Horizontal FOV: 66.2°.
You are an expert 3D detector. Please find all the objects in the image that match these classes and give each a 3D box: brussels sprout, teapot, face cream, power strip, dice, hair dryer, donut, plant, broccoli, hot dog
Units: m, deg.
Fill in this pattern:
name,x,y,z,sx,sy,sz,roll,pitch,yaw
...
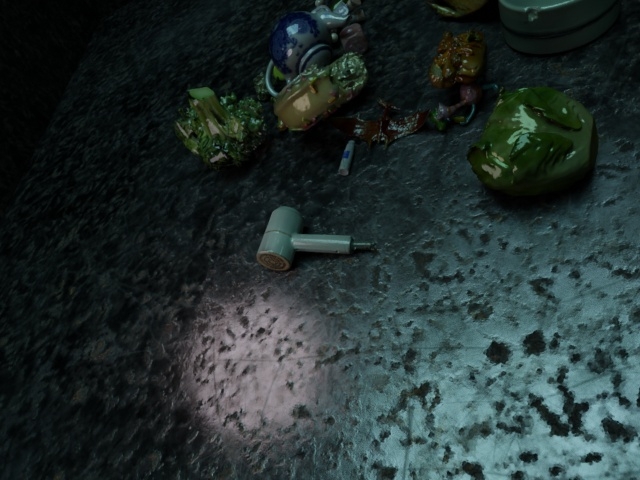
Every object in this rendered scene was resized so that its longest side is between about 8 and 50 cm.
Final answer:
name,x,y,z,sx,sy,sz,roll,pitch,yaw
brussels sprout,0.510,-0.237,1.189,0.294,0.227,0.260,6,74,25
teapot,-0.057,-0.723,1.884,0.424,0.252,0.280,-44,74,20
face cream,0.088,-0.271,1.590,0.034,0.034,0.130,-2,56,29
power strip,0.723,-0.739,1.482,0.357,0.161,0.358,-16,49,19
dice,0.130,-0.777,1.911,0.094,0.091,0.093,-22,48,17
hair dryer,0.000,0.000,1.413,0.356,0.108,0.173,4,59,22
donut,-0.007,-0.490,1.652,0.307,0.150,0.371,-27,12,36
plant,-0.220,-0.642,2.045,0.121,0.104,0.117,-21,80,-21
broccoli,-0.367,-0.421,1.829,0.277,0.317,0.339,-37,84,-16
hot dog,0.425,-0.573,1.503,0.158,0.117,0.349,-7,33,28

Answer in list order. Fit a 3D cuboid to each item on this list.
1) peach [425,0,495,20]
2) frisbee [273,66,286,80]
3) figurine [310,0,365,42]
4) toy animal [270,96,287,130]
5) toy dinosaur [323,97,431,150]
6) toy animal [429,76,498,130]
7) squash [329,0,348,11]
name,x,y,z,sx,sy,sz,roll,pitch,yaw
peach,0.495,-0.964,1.666,0.352,0.339,0.417,-20,51,21
frisbee,-0.102,-0.765,2.092,0.235,0.017,0.236,-16,51,20
figurine,0.045,-0.905,2.030,0.275,0.133,0.200,-21,83,8
toy animal,-0.095,-0.502,1.863,0.181,0.073,0.136,-21,55,-1
toy dinosaur,0.196,-0.381,1.558,0.327,0.113,0.207,33,82,39
toy animal,0.430,-0.406,1.466,0.208,0.100,0.103,-37,85,-3
squash,0.124,-1.048,2.138,0.258,0.069,0.069,-43,46,-5
